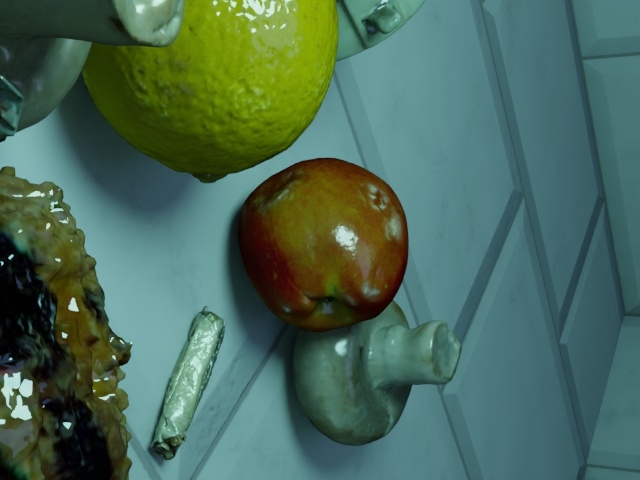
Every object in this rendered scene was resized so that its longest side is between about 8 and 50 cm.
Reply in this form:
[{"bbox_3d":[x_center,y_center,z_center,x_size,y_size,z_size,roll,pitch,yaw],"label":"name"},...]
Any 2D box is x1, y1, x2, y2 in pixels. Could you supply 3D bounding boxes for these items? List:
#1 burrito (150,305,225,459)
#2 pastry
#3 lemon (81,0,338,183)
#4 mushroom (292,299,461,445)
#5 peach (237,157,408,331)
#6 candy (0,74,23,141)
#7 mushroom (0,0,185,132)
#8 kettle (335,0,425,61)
[{"bbox_3d":[-0.156,0.167,1.136,0.045,0.041,0.185,26,60,-12],"label":"burrito"},{"bbox_3d":[-0.293,0.098,0.644,0.405,0.292,0.337,46,41,-40],"label":"pastry"},{"bbox_3d":[-0.114,-0.209,0.976,0.293,0.293,0.293,-1,91,-61],"label":"lemon"},{"bbox_3d":[0.084,0.176,1.375,0.243,0.243,0.244,-1,91,-61],"label":"mushroom"},{"bbox_3d":[0.000,0.000,1.255,0.243,0.199,0.243,17,49,-22],"label":"peach"},{"bbox_3d":[-0.343,-0.098,0.614,0.086,0.292,0.059,105,-18,-54],"label":"candy"},{"bbox_3d":[-0.248,-0.210,0.704,0.292,0.290,0.293,-18,112,-54],"label":"mushroom"},{"bbox_3d":[-0.024,-0.399,1.090,0.377,0.250,0.361,57,2,-40],"label":"kettle"}]
